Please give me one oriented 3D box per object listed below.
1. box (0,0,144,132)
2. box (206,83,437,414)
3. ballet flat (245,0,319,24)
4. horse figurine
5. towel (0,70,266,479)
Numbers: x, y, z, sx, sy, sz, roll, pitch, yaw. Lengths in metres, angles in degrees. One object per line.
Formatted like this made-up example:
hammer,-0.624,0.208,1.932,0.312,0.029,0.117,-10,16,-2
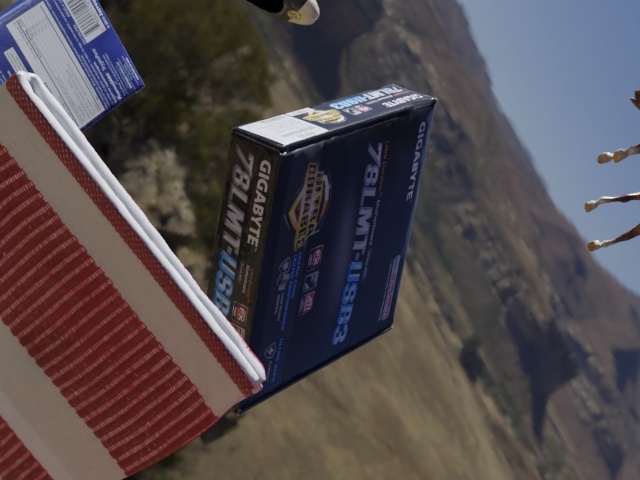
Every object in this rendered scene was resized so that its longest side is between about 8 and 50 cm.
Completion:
box,-0.281,-0.145,1.118,0.036,0.225,0.136,0,-54,46
box,0.000,0.000,1.255,0.073,0.296,0.293,25,27,30
ballet flat,-0.079,-0.254,1.169,0.173,0.057,0.049,25,54,-19
horse figurine,0.411,-0.080,1.420,0.263,0.174,0.066,88,-15,-50
towel,-0.218,0.074,0.753,0.237,0.329,0.037,52,27,-7
